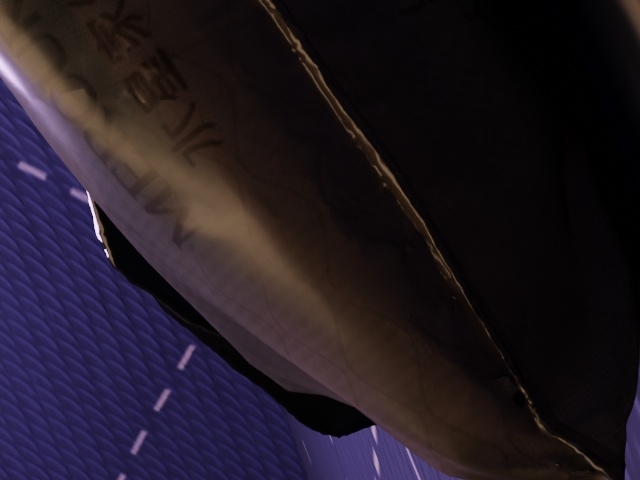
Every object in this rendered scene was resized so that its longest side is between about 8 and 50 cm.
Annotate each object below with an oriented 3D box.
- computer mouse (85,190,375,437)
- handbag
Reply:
[{"bbox_3d":[0.000,0.000,0.524,0.192,0.062,0.106,32,-129,-44],"label":"computer mouse"},{"bbox_3d":[-0.021,-0.056,0.395,0.270,0.117,0.182,55,173,-2],"label":"handbag"}]
